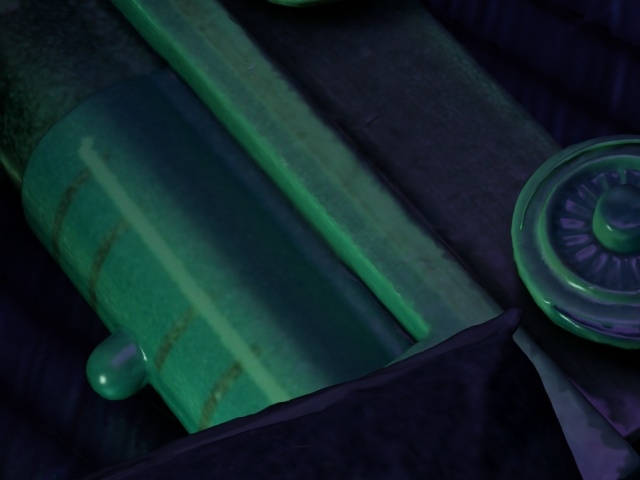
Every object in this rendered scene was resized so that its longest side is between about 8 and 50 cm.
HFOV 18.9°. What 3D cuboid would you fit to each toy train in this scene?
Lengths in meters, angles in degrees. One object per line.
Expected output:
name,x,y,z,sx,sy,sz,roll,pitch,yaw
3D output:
toy train,0.000,0.000,0.618,0.194,0.120,0.298,-36,64,-12

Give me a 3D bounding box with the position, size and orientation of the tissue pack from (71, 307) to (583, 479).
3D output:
tissue pack,-0.003,0.200,0.430,0.228,0.103,0.315,-18,84,-21
